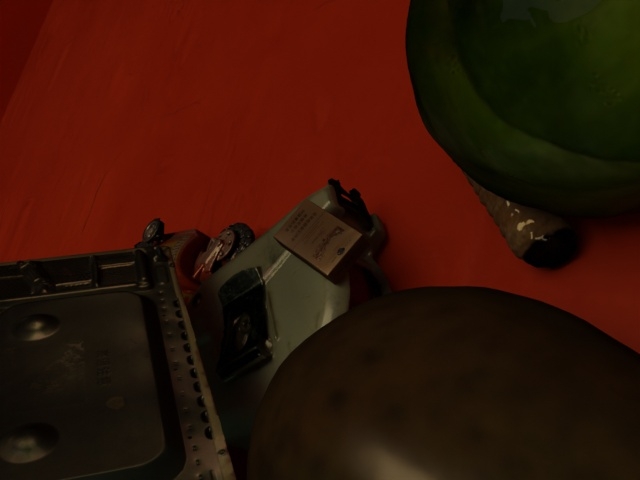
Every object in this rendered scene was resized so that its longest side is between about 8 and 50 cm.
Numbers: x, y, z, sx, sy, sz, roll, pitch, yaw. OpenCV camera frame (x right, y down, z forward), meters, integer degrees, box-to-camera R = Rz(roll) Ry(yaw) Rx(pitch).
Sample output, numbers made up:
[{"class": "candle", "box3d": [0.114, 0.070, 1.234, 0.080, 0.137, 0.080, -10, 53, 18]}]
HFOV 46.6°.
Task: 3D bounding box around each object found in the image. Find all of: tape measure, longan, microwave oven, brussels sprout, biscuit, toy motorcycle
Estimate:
[{"class": "tape measure", "box3d": [-0.037, 0.088, 0.796, 0.243, 0.125, 0.246, -38, 43, 26]}, {"class": "longan", "box3d": [0.102, 0.170, 0.484, 0.350, 0.288, 0.288, 22, 85, 51]}, {"class": "microwave oven", "box3d": [-0.225, 0.233, 0.692, 0.394, 0.247, 0.332, -125, 30, -59]}, {"class": "brussels sprout", "box3d": [0.233, -0.175, 0.548, 0.355, 0.281, 0.289, 4, 71, 38]}, {"class": "biscuit", "box3d": [0.171, -0.058, 0.715, 0.061, 0.055, 0.219, -51, 38, 28]}, {"class": "toy motorcycle", "box3d": [-0.204, 0.059, 1.025, 0.298, 0.089, 0.171, -10, 61, 45]}]

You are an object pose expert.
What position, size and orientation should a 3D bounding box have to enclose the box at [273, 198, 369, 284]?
[{"class": "box", "box3d": [0.000, 0.000, 0.725, 0.083, 0.024, 0.053, 36, 81, 35]}]
